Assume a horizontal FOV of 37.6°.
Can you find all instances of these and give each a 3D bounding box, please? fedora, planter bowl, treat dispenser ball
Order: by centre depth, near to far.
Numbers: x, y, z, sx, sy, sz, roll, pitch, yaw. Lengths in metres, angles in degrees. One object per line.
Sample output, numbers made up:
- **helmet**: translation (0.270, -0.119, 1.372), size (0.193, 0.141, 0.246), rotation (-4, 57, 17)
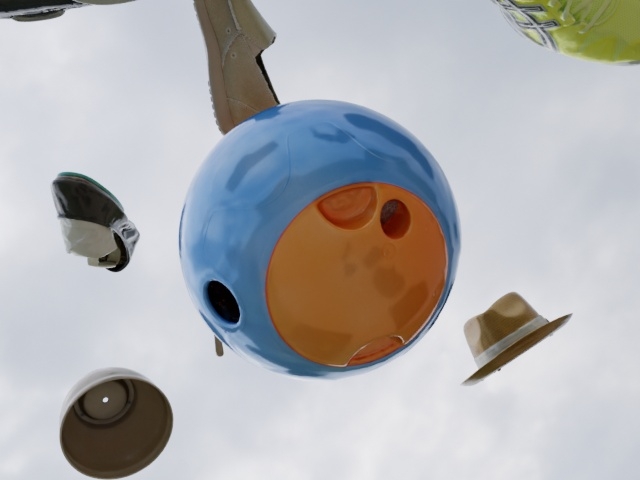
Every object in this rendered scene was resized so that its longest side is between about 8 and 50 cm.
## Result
- **treat dispenser ball**: translation (0.000, 0.000, 0.966), size (0.288, 0.288, 0.288), rotation (-18, -53, -26)
- **fedora**: translation (0.250, 0.125, 1.282), size (0.194, 0.079, 0.194), rotation (-32, -13, -8)
- **planter bowl**: translation (-0.308, 0.252, 1.379), size (0.162, 0.109, 0.162), rotation (-8, -70, -22)

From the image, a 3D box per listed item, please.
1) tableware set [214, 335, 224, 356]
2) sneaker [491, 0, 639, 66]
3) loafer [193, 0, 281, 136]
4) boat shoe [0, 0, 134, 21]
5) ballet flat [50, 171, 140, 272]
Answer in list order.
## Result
- **tableware set**: translation (-0.104, 0.068, 1.384), size (0.128, 0.039, 0.194), rotation (-9, -88, -32)
- **sneaker**: translation (0.246, -0.306, 1.078), size (0.384, 0.147, 0.145), rotation (27, -70, -10)
- **loafer**: translation (-0.102, -0.263, 1.175), size (0.092, 0.102, 0.269), rotation (-8, -76, 3)
- **boat shoe**: translation (-0.261, -0.262, 0.870), size (0.302, 0.091, 0.114), rotation (-3, -85, -7)
- **ballet flat**: translation (-0.328, -0.013, 1.398), size (0.280, 0.095, 0.096), rotation (67, -151, -73)
